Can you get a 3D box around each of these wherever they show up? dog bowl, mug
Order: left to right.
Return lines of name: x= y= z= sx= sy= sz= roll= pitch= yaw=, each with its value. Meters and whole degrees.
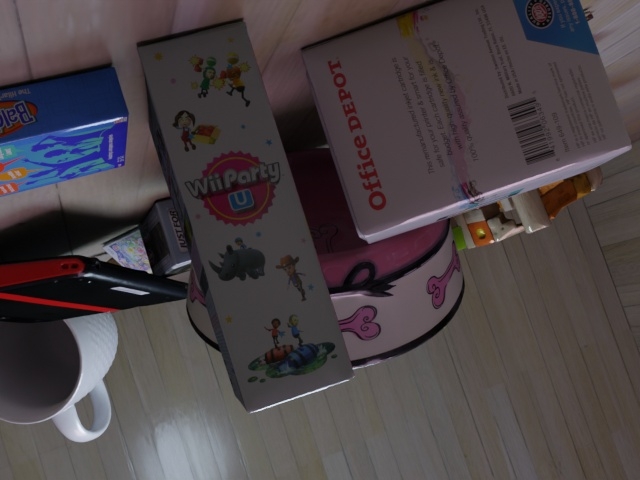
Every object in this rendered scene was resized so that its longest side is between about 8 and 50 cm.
mug: x=-0.596 y=0.286 z=1.715 sx=0.276 sy=0.374 sz=0.328 roll=-24 pitch=-179 yaw=6
dog bowl: x=0.000 y=0.000 z=1.057 sx=0.407 sy=0.150 sz=0.408 roll=-4 pitch=-150 yaw=2

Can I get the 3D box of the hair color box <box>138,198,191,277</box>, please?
hair color box: x=-0.121 y=-0.041 z=1.345 sx=0.374 sy=0.114 sz=0.185 roll=-16 pitch=175 yaw=-25

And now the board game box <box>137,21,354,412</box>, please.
board game box: x=-0.077 y=-0.009 z=0.687 sx=0.097 sy=0.303 sz=0.224 roll=-18 pitch=176 yaw=-12

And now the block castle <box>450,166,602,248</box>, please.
block castle: x=0.368 y=-0.135 z=1.685 sx=0.303 sy=0.213 sz=0.453 roll=-30 pitch=-171 yaw=-33

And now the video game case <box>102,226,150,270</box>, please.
video game case: x=-0.346 y=0.020 z=1.414 sx=0.122 sy=0.087 sz=0.011 roll=-21 pitch=-145 yaw=32

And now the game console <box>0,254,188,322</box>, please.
game console: x=-0.442 y=0.079 z=1.227 sx=0.342 sy=0.060 sz=0.386 roll=-10 pitch=169 yaw=12

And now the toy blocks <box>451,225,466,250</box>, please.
toy blocks: x=0.163 y=-0.011 z=1.630 sx=0.190 sy=0.381 sz=0.261 roll=-20 pitch=-168 yaw=-17

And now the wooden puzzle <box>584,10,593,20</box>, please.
wooden puzzle: x=0.319 y=-0.278 z=0.965 sx=0.049 sy=0.006 sz=0.083 roll=-16 pitch=175 yaw=-31

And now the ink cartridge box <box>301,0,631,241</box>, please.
ink cartridge box: x=0.142 y=-0.131 z=0.798 sx=0.270 sy=0.198 sz=0.197 roll=-18 pitch=176 yaw=4

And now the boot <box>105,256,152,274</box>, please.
boot: x=-0.350 y=0.030 z=1.502 sx=0.213 sy=0.077 sz=0.165 roll=-23 pitch=177 yaw=-15

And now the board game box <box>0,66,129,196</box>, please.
board game box: x=-0.277 y=-0.080 z=0.646 sx=0.210 sy=0.047 sz=0.160 roll=-17 pitch=175 yaw=-17
